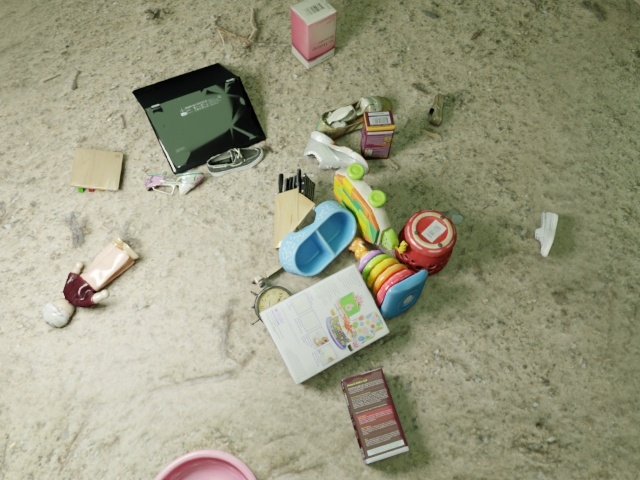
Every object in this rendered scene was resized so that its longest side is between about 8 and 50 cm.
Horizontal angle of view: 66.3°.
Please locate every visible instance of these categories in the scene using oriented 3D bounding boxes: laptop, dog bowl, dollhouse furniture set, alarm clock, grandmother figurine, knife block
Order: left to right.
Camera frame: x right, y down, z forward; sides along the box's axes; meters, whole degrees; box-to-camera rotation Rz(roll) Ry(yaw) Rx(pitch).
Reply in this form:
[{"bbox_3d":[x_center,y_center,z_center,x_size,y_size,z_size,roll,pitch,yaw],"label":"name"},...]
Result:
[{"bbox_3d":[-0.752,0.143,1.593,0.207,0.104,0.342,27,67,42],"label":"grandmother figurine"},{"bbox_3d":[-0.486,-0.499,1.938,0.382,0.236,0.408,-25,95,-16],"label":"laptop"},{"bbox_3d":[-0.156,0.133,1.620,0.114,0.091,0.081,-34,85,-19],"label":"dollhouse furniture set"},{"bbox_3d":[-0.128,0.208,1.573,0.192,0.064,0.129,-2,86,-10],"label":"alarm clock"},{"bbox_3d":[-0.113,-0.112,1.721,0.242,0.088,0.276,37,88,37],"label":"knife block"},{"bbox_3d":[0.000,0.000,1.621,0.297,0.166,0.074,-44,32,-13],"label":"dog bowl"}]

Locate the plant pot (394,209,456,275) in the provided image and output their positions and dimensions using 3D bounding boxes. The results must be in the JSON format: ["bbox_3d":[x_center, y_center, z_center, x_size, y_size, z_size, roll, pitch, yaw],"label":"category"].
[{"bbox_3d":[0.352,0.001,1.637,0.191,0.174,0.191,0,62,0],"label":"plant pot"}]

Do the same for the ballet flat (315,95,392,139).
[{"bbox_3d":[0.140,-0.495,1.905,0.348,0.123,0.123,-26,67,-13],"label":"ballet flat"}]

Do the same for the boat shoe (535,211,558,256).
[{"bbox_3d":[0.787,-0.025,1.719,0.063,0.066,0.184,14,66,21],"label":"boat shoe"}]

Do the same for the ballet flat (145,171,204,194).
[{"bbox_3d":[-0.529,-0.204,1.782,0.221,0.077,0.079,-2,82,3],"label":"ballet flat"}]

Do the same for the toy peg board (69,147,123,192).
[{"bbox_3d":[-0.817,-0.245,1.799,0.160,0.079,0.161,5,64,-16],"label":"toy peg board"}]

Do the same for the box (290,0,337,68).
[{"bbox_3d":[-0.028,-0.854,2.010,0.148,0.232,0.127,-33,69,-15],"label":"box"}]

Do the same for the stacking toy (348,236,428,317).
[{"bbox_3d":[0.189,0.094,1.613,0.175,0.166,0.302,-24,55,-29],"label":"stacking toy"}]

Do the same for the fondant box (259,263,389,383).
[{"bbox_3d":[0.011,0.253,1.513,0.330,0.096,0.238,-26,86,-12],"label":"fondant box"}]

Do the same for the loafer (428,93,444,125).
[{"bbox_3d":[0.462,-0.528,1.959,0.050,0.056,0.148,9,64,-4],"label":"loafer"}]

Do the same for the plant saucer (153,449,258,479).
[{"bbox_3d":[-0.310,0.742,1.312,0.332,0.084,0.332,0,64,0],"label":"plant saucer"}]

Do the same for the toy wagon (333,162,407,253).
[{"bbox_3d":[0.159,-0.089,1.622,0.068,0.267,0.344,-30,68,-13],"label":"toy wagon"}]

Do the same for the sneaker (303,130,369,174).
[{"bbox_3d":[0.057,-0.297,1.832,0.262,0.099,0.121,31,88,10],"label":"sneaker"}]

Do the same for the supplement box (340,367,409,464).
[{"bbox_3d":[0.155,0.513,1.437,0.130,0.073,0.239,-13,66,-8],"label":"supplement box"}]

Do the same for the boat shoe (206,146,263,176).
[{"bbox_3d":[-0.316,-0.303,1.827,0.219,0.070,0.078,-24,67,-12],"label":"boat shoe"}]

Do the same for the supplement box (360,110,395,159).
[{"bbox_3d":[0.208,-0.386,1.811,0.104,0.188,0.081,-4,63,-3],"label":"supplement box"}]
